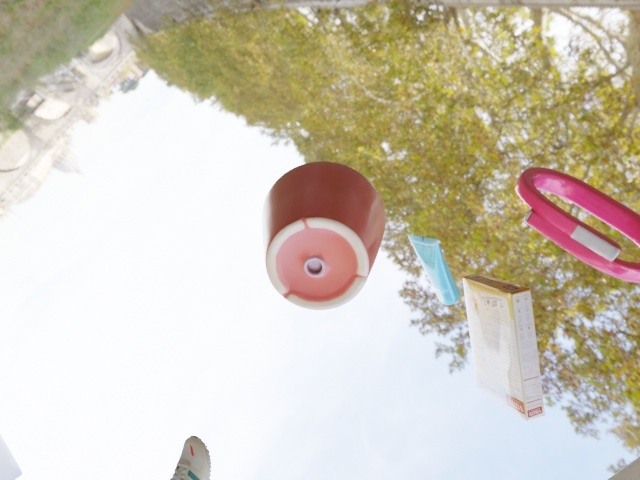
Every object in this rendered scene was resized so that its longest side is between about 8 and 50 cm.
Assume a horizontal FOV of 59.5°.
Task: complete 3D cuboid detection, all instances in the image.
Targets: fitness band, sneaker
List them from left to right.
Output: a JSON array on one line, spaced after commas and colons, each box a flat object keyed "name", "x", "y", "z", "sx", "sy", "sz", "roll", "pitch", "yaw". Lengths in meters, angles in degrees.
[{"name": "sneaker", "x": -0.234, "y": 0.417, "z": 0.951, "sx": 0.057, "sy": 0.075, "sz": 0.161, "roll": -6, "pitch": -105, "yaw": 38}, {"name": "fitness band", "x": 0.480, "y": -0.034, "z": 1.001, "sx": 0.291, "sy": 0.209, "sz": 0.054, "roll": 41, "pitch": -51, "yaw": 26}]

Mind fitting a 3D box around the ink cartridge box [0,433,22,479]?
[{"name": "ink cartridge box", "x": -0.518, "y": 0.283, "z": 0.647, "sx": 0.233, "sy": 0.168, "sz": 0.171, "roll": -30, "pitch": 177, "yaw": -18}]

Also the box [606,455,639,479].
[{"name": "box", "x": 0.498, "y": 0.317, "z": 0.735, "sx": 0.170, "sy": 0.130, "sz": 0.091, "roll": -53, "pitch": -145, "yaw": 27}]

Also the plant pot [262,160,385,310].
[{"name": "plant pot", "x": 0.000, "y": 0.000, "z": 1.139, "sx": 0.275, "sy": 0.275, "sz": 0.243, "roll": -37, "pitch": -163, "yaw": 18}]

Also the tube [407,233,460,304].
[{"name": "tube", "x": 0.266, "y": 0.064, "z": 1.286, "sx": 0.080, "sy": 0.207, "sz": 0.052, "roll": 6, "pitch": -130, "yaw": 41}]

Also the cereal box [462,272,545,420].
[{"name": "cereal box", "x": 0.340, "y": 0.192, "z": 1.053, "sx": 0.047, "sy": 0.240, "sz": 0.173, "roll": -12, "pitch": -170, "yaw": -13}]
